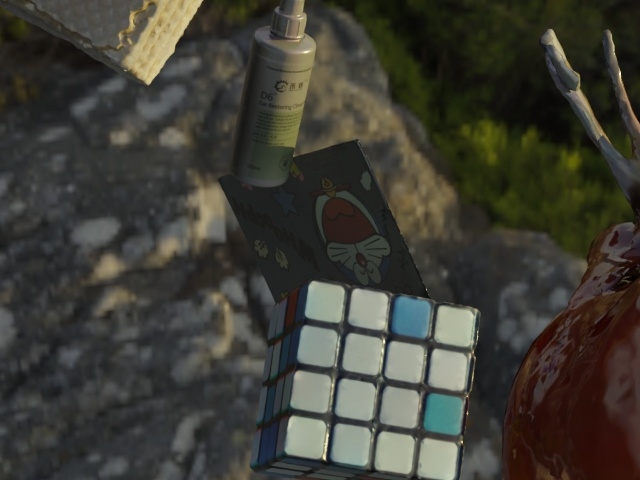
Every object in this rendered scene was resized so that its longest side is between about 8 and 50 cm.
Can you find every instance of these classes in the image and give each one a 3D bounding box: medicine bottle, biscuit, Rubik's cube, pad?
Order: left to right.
[{"bbox_3d":[-0.277,-0.275,1.353,0.426,0.078,0.144,32,90,20],"label":"biscuit"},{"bbox_3d":[-0.037,-0.145,1.492,0.058,0.199,0.057,11,27,-6],"label":"medicine bottle"},{"bbox_3d":[0.000,0.000,1.604,0.006,0.170,0.245,-31,11,-33],"label":"pad"},{"bbox_3d":[0.036,0.128,1.451,0.154,0.151,0.155,10,78,-10],"label":"Rubik's cube"}]

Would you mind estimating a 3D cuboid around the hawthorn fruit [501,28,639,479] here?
[{"bbox_3d":[0.148,0.063,0.537,0.211,0.211,0.299,-32,88,-29],"label":"hawthorn fruit"}]
